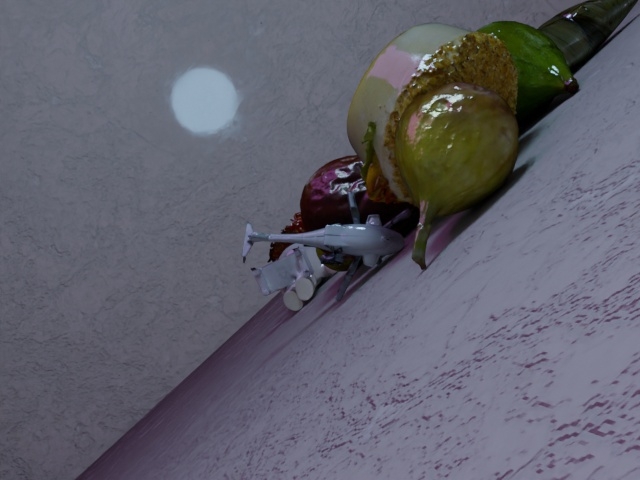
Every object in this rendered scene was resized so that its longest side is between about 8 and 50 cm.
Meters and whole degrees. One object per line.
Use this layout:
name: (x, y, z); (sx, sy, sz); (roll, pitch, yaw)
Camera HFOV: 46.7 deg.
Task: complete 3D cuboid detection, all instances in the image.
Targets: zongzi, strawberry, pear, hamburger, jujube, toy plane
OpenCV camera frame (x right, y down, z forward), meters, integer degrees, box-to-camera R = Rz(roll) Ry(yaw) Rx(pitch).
zongzi: (0.511, -0.412, 1.506); (0.242, 0.112, 0.221); (-35, 0, -3)
strawberry: (-0.029, 0.029, 1.993); (0.233, 0.138, 0.306); (-56, -13, 20)
pear: (0.044, 0.010, 1.485); (0.107, 0.107, 0.131); (-42, 8, 14)
hamburger: (0.179, -0.182, 1.126); (0.276, 0.179, 0.294); (-1, -53, -49)
jujube: (0.089, -0.073, 1.332); (0.255, 0.190, 0.190); (-28, 7, 23)
toy plane: (0.000, -0.011, 1.211); (0.182, 0.273, 0.107); (-68, -16, -5)

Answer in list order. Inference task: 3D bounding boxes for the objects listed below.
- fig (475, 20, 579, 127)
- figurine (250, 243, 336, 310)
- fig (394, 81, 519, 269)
fig: (0.349, -0.268, 1.256); (0.235, 0.203, 0.203); (22, 55, 43)
figurine: (-0.059, 0.072, 1.769); (0.182, 0.144, 0.257); (-45, -2, 11)
fig: (0.152, -0.072, 0.910); (0.159, 0.159, 0.257); (-40, 23, 55)
